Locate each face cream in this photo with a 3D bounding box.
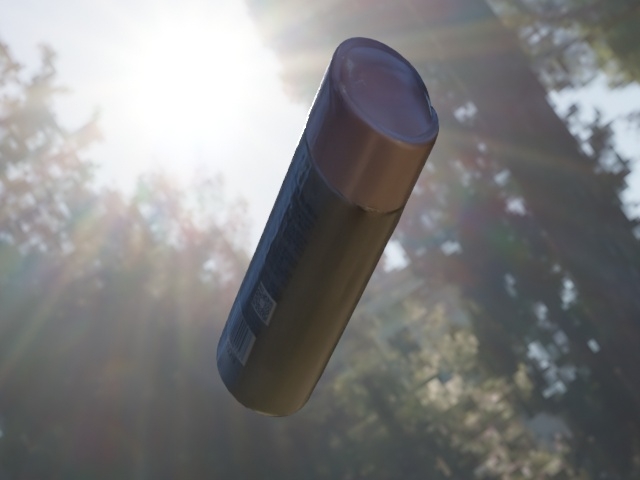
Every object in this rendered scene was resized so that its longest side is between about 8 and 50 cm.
[{"bbox_3d":[0.000,0.000,1.087,0.073,0.107,0.269,0,-46,-25],"label":"face cream"}]
